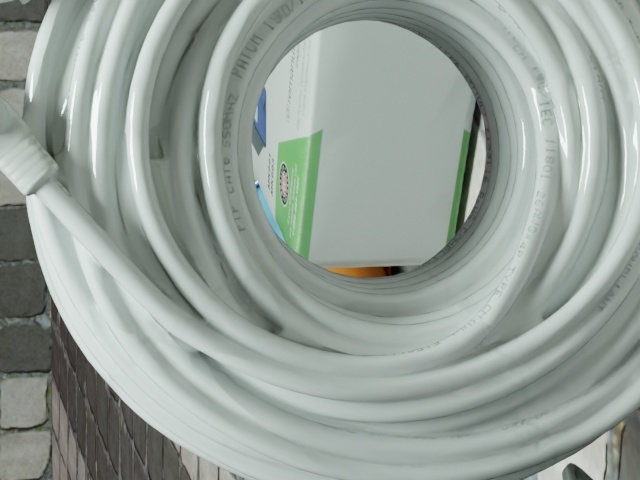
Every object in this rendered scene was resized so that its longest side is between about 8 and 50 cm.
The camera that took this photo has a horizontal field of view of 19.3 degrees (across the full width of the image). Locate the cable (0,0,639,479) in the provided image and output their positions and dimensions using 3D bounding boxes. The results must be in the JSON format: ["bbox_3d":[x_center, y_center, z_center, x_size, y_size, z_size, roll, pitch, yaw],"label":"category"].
[{"bbox_3d":[0.020,-0.032,0.687,0.257,0.257,0.089,61,170,-4],"label":"cable"}]

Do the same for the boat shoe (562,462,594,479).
[{"bbox_3d":[0.092,0.153,0.731,0.113,0.105,0.306,53,166,8],"label":"boat shoe"}]

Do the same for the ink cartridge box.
[{"bbox_3d":[0.009,-0.104,1.016,0.212,0.093,0.154,-113,24,-56],"label":"ink cartridge box"}]

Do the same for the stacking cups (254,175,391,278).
[{"bbox_3d":[0.000,0.000,1.102,0.316,0.096,0.096,-116,28,-46],"label":"stacking cups"}]
